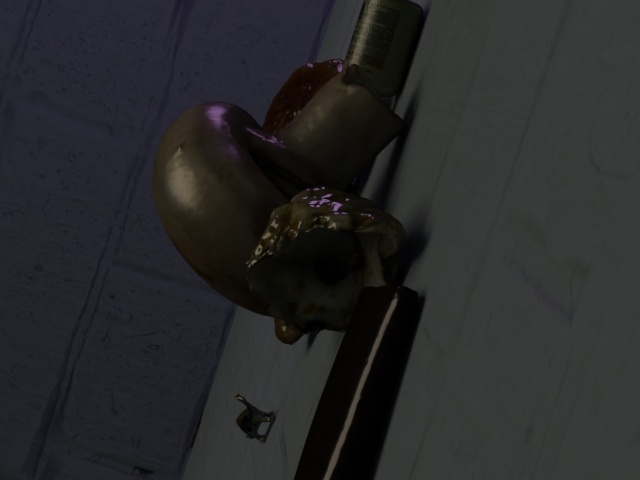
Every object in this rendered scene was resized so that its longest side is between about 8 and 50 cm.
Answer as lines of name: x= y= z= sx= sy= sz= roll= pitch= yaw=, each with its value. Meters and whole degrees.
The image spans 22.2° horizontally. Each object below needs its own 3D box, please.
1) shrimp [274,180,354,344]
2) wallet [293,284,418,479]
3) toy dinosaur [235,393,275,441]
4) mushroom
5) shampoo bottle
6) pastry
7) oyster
shrimp: x=0.001 y=0.000 z=2.195 sx=0.154 sy=0.062 sz=0.294 roll=165 pitch=121 yaw=-69
wallet: x=0.029 y=0.150 z=1.490 sx=0.182 sy=0.049 sz=0.229 roll=146 pitch=143 yaw=-81
toy dinosaur: x=-0.092 y=0.262 z=2.348 sx=0.180 sy=0.058 sz=0.037 roll=93 pitch=-163 yaw=-56
mushroom: x=-0.032 y=-0.065 z=1.888 sx=0.290 sy=0.292 sz=0.292 roll=-41 pitch=13 yaw=12
shampoo bottle: x=0.072 y=-0.229 z=2.065 sx=0.079 sy=0.079 sz=0.162 roll=-126 pitch=53 yaw=-83
pastry: x=-0.001 y=-0.153 z=2.173 sx=0.182 sy=0.093 sz=0.192 roll=-35 pitch=39 yaw=33
oyster: x=0.012 y=0.017 z=1.664 sx=0.341 sy=0.166 sz=0.110 roll=69 pitch=-153 yaw=-72
